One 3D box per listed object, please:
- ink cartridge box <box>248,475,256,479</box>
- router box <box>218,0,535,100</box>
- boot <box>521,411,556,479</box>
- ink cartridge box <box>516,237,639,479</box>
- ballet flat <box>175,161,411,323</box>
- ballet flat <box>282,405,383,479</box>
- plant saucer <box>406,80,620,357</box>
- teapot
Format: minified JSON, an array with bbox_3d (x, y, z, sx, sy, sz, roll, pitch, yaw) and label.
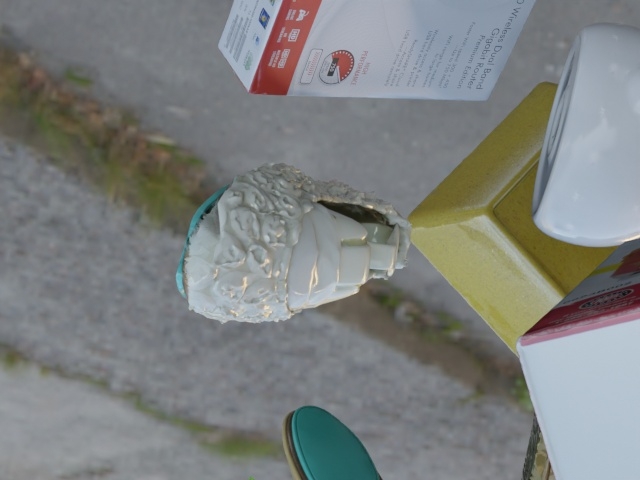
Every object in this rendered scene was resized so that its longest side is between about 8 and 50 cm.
[{"bbox_3d":[-0.109,0.418,1.657,0.189,0.255,0.097,41,-162,31],"label":"ink cartridge box"},{"bbox_3d":[0.093,-0.297,1.450,0.301,0.082,0.335,-2,131,-33],"label":"router box"},{"bbox_3d":[0.400,0.243,1.859,0.269,0.236,0.089,9,-159,-2],"label":"boot"},{"bbox_3d":[0.358,0.073,1.233,0.279,0.160,0.384,-17,-176,26],"label":"ink cartridge box"},{"bbox_3d":[0.000,0.000,1.404,0.147,0.147,0.409,1,-174,17],"label":"ballet flat"},{"bbox_3d":[0.028,0.238,1.257,0.080,0.232,0.073,-6,130,-34],"label":"ballet flat"},{"bbox_3d":[0.317,-0.005,1.802,0.333,0.333,0.081,47,146,-2],"label":"plant saucer"},{"bbox_3d":[0.335,-0.097,1.563,0.187,0.252,0.256,14,-158,2],"label":"teapot"}]
